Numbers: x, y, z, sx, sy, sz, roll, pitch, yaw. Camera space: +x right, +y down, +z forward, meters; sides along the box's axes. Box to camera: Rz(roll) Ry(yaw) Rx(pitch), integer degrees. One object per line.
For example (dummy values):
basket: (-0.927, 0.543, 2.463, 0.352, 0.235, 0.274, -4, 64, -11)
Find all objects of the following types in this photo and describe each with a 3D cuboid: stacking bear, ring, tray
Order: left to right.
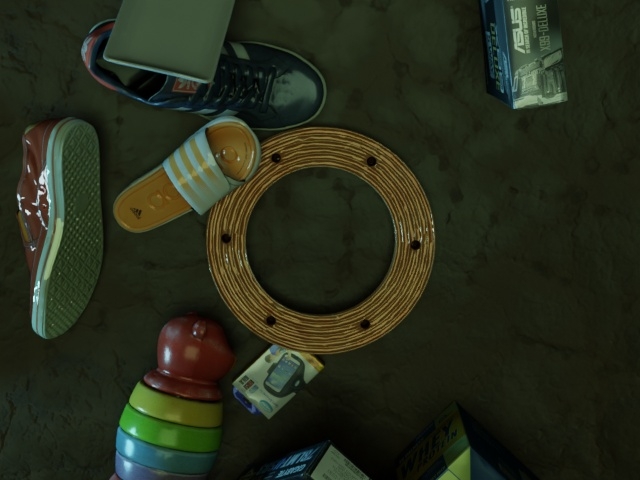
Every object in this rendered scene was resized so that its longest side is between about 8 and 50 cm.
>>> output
tray: (-0.194, -0.308, 1.740, 0.145, 0.270, 0.030, 12, 138, -2)
stacking bear: (-0.206, 0.250, 1.886, 0.164, 0.175, 0.289, 14, 92, -10)
ring: (0.000, 0.000, 1.883, 0.337, 0.032, 0.336, 0, 98, 0)

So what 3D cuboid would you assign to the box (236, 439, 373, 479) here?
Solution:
box: (0.036, 0.427, 1.861, 0.293, 0.295, 0.073, 45, 59, -8)

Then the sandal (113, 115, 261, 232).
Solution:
sandal: (-0.194, -0.073, 1.820, 0.265, 0.076, 0.102, -33, 108, 25)

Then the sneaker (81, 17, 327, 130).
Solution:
sneaker: (-0.164, -0.224, 1.786, 0.350, 0.148, 0.131, 10, 101, -2)

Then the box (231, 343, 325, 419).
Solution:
box: (-0.069, 0.205, 1.935, 0.136, 0.028, 0.081, -45, 98, 6)

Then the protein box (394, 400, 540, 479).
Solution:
protein box: (0.230, 0.375, 1.881, 0.200, 0.201, 0.136, 43, 98, -8)

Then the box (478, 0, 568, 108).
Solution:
box: (0.260, -0.339, 1.717, 0.077, 0.242, 0.307, -8, 102, 1)

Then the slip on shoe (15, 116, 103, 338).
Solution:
slip on shoe: (-0.385, -0.019, 1.858, 0.101, 0.123, 0.331, 14, 109, 30)
